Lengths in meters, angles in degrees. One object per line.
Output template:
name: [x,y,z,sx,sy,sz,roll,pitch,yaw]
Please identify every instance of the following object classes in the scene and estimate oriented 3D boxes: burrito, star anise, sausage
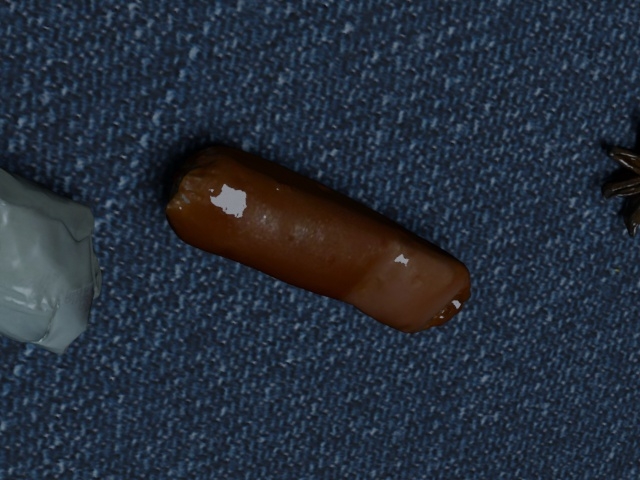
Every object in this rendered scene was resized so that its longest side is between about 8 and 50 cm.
burrito: [-0.360,-0.037,1.580,0.445,0.101,0.139,30,104,-34]
star anise: [0.341,-0.073,1.936,0.141,0.042,0.141,-12,123,-19]
sausage: [0.001,0.000,1.781,0.348,0.094,0.097,23,117,-35]
